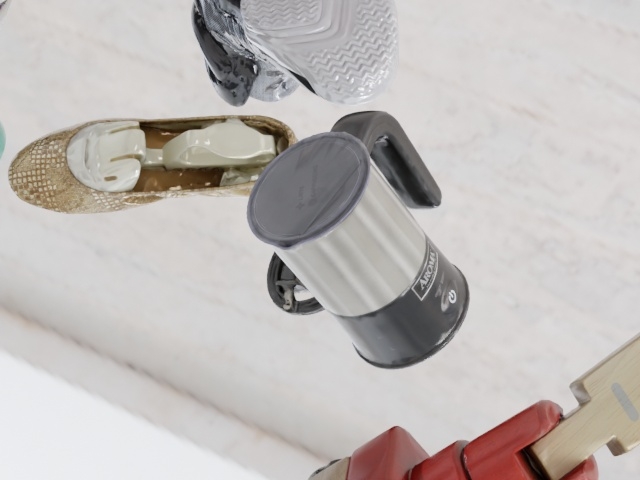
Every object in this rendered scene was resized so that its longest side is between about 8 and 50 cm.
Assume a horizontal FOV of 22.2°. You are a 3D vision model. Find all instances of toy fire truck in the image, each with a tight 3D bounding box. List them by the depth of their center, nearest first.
[{"bbox_3d":[0.130,0.154,0.807,0.246,0.158,0.217,-35,105,20],"label":"toy fire truck"}]

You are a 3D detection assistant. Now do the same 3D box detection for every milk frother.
[{"bbox_3d":[0.000,0.000,1.006,0.143,0.129,0.135,-18,134,24],"label":"milk frother"}]

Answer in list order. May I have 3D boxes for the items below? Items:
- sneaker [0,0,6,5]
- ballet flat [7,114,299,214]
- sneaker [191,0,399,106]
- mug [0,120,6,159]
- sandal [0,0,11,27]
[{"bbox_3d":[-0.212,-0.219,1.109,0.161,0.057,0.075,-32,128,13],"label":"sneaker"},{"bbox_3d":[-0.110,-0.061,1.118,0.067,0.206,0.073,124,138,-67],"label":"ballet flat"},{"bbox_3d":[-0.021,-0.149,1.186,0.268,0.101,0.153,52,160,40],"label":"sneaker"},{"bbox_3d":[-0.384,-0.111,1.538,0.157,0.129,0.097,25,157,37],"label":"mug"},{"bbox_3d":[-0.398,-0.192,1.132,0.169,0.416,0.102,60,139,30],"label":"sandal"}]
